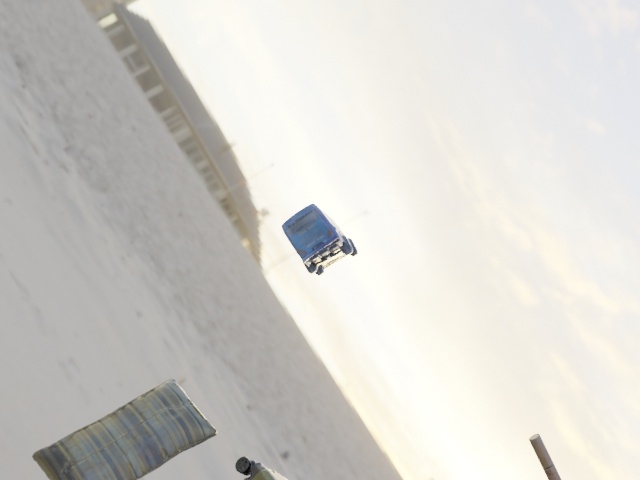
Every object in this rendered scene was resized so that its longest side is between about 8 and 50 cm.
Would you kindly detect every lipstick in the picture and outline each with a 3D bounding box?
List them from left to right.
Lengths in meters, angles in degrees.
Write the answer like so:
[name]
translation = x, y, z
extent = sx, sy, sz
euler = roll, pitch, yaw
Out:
[lipstick]
translation = 0.329, 0.325, 1.435
extent = 0.094, 0.019, 0.019
euler = 63, -9, -2

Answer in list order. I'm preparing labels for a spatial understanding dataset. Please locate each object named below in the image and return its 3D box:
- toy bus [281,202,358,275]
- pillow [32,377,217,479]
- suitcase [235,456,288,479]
[toy bus]
translation = 0.001, -0.003, 1.557
extent = 0.094, 0.079, 0.236
euler = 62, 4, 5
[pillow]
translation = -0.242, 0.250, 1.226
extent = 0.113, 0.203, 0.038
euler = 42, -32, 35
[suitcase]
translation = -0.059, 0.480, 1.570
extent = 0.235, 0.143, 0.194
euler = 43, -2, 46
